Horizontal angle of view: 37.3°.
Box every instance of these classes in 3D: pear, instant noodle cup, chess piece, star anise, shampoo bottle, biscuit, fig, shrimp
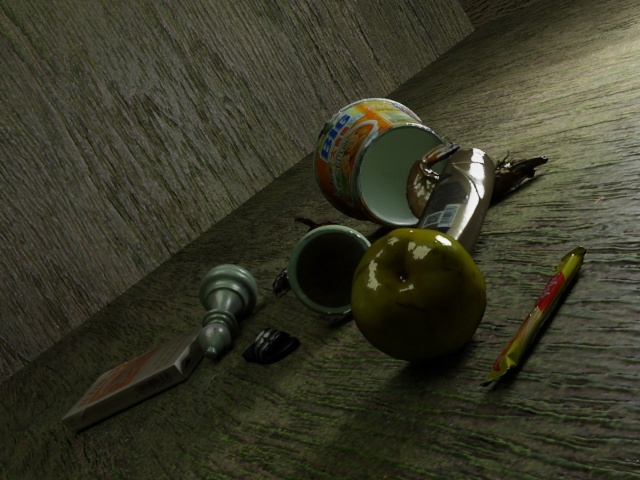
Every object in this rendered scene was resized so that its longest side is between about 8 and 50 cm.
[{"bbox_3d":[0.141,0.079,1.349,0.200,0.200,0.200,-32,12,8],"label":"pear"},{"bbox_3d":[0.152,-0.156,2.069,0.296,0.296,0.214,-35,22,-6],"label":"instant noodle cup"},{"bbox_3d":[-0.222,0.178,2.125,0.139,0.139,0.271,-30,25,20],"label":"chess piece"},{"bbox_3d":[-0.062,0.078,2.225,0.141,0.042,0.141,-31,11,7],"label":"star anise"},{"bbox_3d":[0.243,-0.055,1.715,0.125,0.084,0.350,-19,27,32],"label":"shampoo bottle"},{"bbox_3d":[0.289,0.098,1.256,0.292,0.026,0.048,-45,-3,-42],"label":"biscuit"},{"bbox_3d":[0.003,0.016,2.106,0.128,0.150,0.128,21,-90,-85],"label":"fig"},{"bbox_3d":[0.025,0.058,1.881,0.176,0.176,0.298,-34,-1,1],"label":"chess piece"},{"bbox_3d":[0.302,-0.141,1.897,0.296,0.169,0.058,-26,-22,21],"label":"shrimp"}]

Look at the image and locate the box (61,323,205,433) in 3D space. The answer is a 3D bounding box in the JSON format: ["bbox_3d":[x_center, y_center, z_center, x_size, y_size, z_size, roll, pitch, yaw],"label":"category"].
[{"bbox_3d":[-0.419,0.317,2.203,0.365,0.051,0.204,-28,14,26],"label":"box"}]

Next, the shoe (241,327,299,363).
[{"bbox_3d":[-0.111,0.201,1.849,0.071,0.049,0.179,-42,14,-28],"label":"shoe"}]
